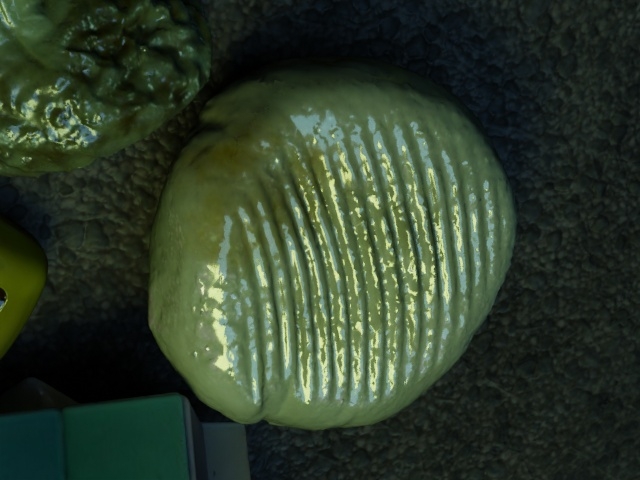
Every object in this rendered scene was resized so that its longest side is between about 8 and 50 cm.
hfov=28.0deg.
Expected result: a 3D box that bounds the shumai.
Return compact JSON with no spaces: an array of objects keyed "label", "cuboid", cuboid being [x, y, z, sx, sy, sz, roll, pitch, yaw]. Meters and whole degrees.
[{"label":"shumai","cuboid":[-0.230,-0.189,1.063,0.256,0.189,0.218,-31,121,-14]}]

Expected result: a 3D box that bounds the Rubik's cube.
[{"label":"Rubik's cube","cuboid":[-0.242,0.310,1.175,0.387,0.368,0.358,-6,72,0]}]

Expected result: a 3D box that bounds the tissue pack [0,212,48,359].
[{"label":"tissue pack","cuboid":[-0.331,0.058,1.158,0.123,0.127,0.178,34,96,-32]}]

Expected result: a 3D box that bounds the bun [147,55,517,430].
[{"label":"bun","cuboid":[0.000,0.000,1.211,0.365,0.219,0.365,-7,106,-27]}]
